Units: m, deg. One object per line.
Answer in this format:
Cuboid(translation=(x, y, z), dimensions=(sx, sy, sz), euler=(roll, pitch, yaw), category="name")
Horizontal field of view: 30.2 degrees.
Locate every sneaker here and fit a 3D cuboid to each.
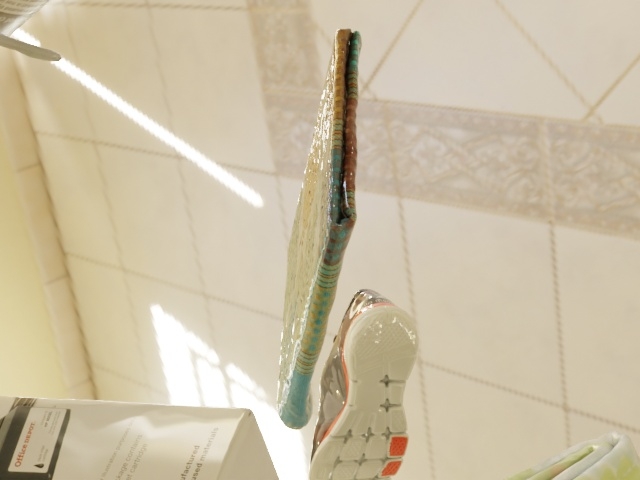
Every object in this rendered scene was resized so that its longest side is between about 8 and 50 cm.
Cuboid(translation=(0.026, 0.104, 0.783), dimensions=(0.065, 0.061, 0.158), euler=(-120, 43, -63), category="sneaker")

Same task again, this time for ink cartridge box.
Cuboid(translation=(-0.228, 0.300, 1.119), dimensions=(0.394, 0.166, 0.285), euler=(-1, 129, 22), category="ink cartridge box")

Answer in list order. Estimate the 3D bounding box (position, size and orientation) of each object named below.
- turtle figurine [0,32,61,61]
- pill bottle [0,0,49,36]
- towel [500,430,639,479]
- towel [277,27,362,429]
Cuboid(translation=(-0.110, -0.100, 0.244), dimensions=(0.175, 0.234, 0.118), euler=(-4, 94, 52), category="turtle figurine")
Cuboid(translation=(-0.364, -0.203, 0.953), dimensions=(0.361, 0.204, 0.204), euler=(-34, 82, 23), category="pill bottle")
Cuboid(translation=(0.091, 0.280, 0.429), dimensions=(0.090, 0.320, 0.375), euler=(-30, 77, 44), category="towel")
Cuboid(translation=(0.000, 0.000, 1.246), dimensions=(0.370, 0.040, 0.271), euler=(104, 171, -51), category="towel")
